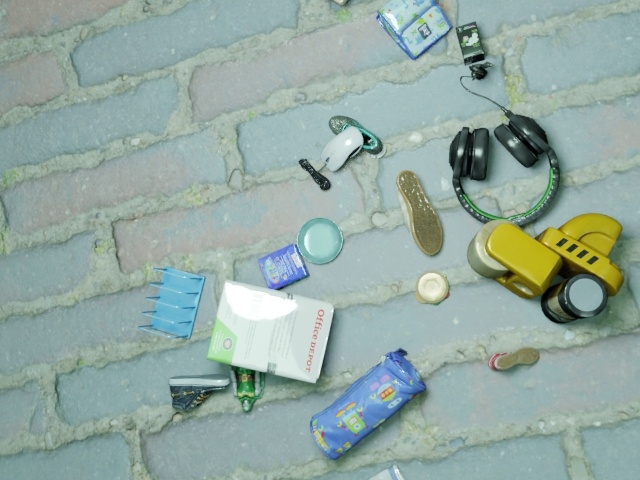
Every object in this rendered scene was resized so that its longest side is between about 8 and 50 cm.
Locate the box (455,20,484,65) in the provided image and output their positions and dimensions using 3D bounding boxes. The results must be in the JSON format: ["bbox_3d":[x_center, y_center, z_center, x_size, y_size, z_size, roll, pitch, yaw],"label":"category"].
[{"bbox_3d":[0.368,-0.483,1.729,0.052,0.062,0.083,-13,84,14],"label":"box"}]

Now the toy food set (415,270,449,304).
[{"bbox_3d":[0.276,0.116,1.734,0.083,0.020,0.083,4,87,13],"label":"toy food set"}]

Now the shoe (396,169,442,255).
[{"bbox_3d":[0.242,-0.068,1.741,0.077,0.058,0.219,-18,86,-8],"label":"shoe"}]

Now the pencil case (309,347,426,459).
[{"bbox_3d":[0.108,0.394,1.704,0.306,0.119,0.133,-41,102,7],"label":"pencil case"}]

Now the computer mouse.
[{"bbox_3d":[0.029,-0.213,1.764,0.193,0.042,0.106,-43,77,36],"label":"computer mouse"}]

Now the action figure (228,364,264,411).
[{"bbox_3d":[-0.192,0.324,1.814,0.137,0.063,0.232,-4,89,10],"label":"action figure"}]

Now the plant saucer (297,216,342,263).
[{"bbox_3d":[0.000,0.000,1.806,0.119,0.021,0.119,-1,87,13],"label":"plant saucer"}]

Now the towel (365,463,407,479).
[{"bbox_3d":[0.128,0.705,1.726,0.285,0.034,0.209,-34,79,9],"label":"towel"}]

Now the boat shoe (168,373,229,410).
[{"bbox_3d":[-0.311,0.395,1.831,0.183,0.065,0.083,-6,90,27],"label":"boat shoe"}]

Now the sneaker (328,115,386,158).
[{"bbox_3d":[0.091,-0.270,1.774,0.166,0.076,0.065,31,93,13],"label":"sneaker"}]

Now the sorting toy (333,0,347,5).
[{"bbox_3d":[0.032,-0.763,1.813,0.257,0.089,0.255,36,95,13],"label":"sorting toy"}]

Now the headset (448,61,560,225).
[{"bbox_3d":[0.421,-0.229,1.686,0.244,0.185,0.394,-16,98,16],"label":"headset"}]

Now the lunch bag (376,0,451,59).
[{"bbox_3d":[0.232,-0.546,1.755,0.129,0.096,0.151,-39,93,6],"label":"lunch bag"}]

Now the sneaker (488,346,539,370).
[{"bbox_3d":[0.455,0.281,1.676,0.119,0.067,0.042,-10,81,-18],"label":"sneaker"}]

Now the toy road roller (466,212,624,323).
[{"bbox_3d":[0.524,0.025,1.597,0.330,0.202,0.240,32,82,8],"label":"toy road roller"}]

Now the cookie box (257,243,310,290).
[{"bbox_3d":[-0.094,0.071,1.814,0.107,0.040,0.091,-24,81,11],"label":"cookie box"}]

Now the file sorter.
[{"bbox_3d":[-0.394,0.163,1.847,0.118,0.104,0.170,14,90,14],"label":"file sorter"}]

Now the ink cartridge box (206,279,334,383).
[{"bbox_3d":[-0.120,0.224,1.732,0.273,0.115,0.198,13,82,-1],"label":"ink cartridge box"}]
